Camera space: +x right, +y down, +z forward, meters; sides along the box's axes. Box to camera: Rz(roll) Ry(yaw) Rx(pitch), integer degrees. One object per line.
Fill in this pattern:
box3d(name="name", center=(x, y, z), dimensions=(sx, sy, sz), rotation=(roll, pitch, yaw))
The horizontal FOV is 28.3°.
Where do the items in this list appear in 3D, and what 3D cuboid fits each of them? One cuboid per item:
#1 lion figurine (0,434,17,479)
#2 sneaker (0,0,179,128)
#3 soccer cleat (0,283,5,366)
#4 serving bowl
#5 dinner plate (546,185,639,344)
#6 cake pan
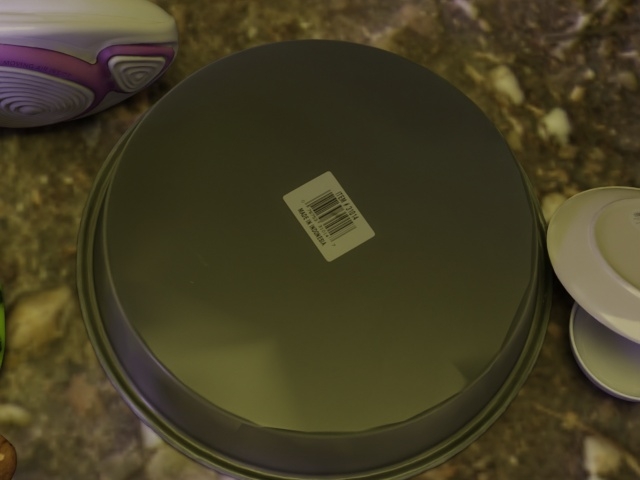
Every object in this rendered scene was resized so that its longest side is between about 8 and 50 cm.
box3d(name="lion figurine", center=(-0.194, 0.200, 0.509), dimensions=(0.142, 0.240, 0.392), rotation=(-21, 83, 4))
box3d(name="sneaker", center=(-0.239, -0.148, 0.767), dimensions=(0.305, 0.114, 0.152), rotation=(0, 68, -5))
box3d(name="soccer cleat", center=(-0.232, 0.007, 0.735), dimensions=(0.060, 0.072, 0.179), rotation=(-19, 89, -39))
box3d(name="serving bowl", center=(0.187, 0.059, 0.759), dimensions=(0.083, 0.027, 0.083), rotation=(2, 66, -4))
box3d(name="dinner plate", center=(0.205, 0.012, 0.759), dimensions=(0.141, 0.017, 0.141), rotation=(9, 42, -8))
box3d(name="cake pan", center=(0.000, 0.000, 0.756), dimensions=(0.293, 0.054, 0.293), rotation=(2, 66, -4))
